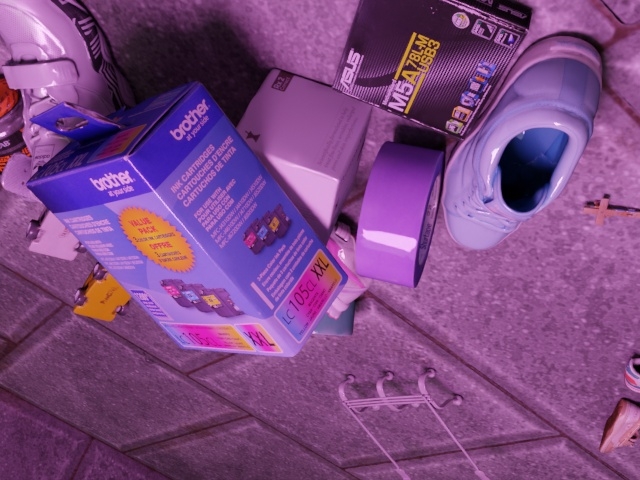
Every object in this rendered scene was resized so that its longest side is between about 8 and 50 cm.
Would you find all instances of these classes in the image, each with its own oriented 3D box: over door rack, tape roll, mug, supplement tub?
[{"bbox_3d":[0.211,0.419,1.588,0.239,0.108,0.324,-15,111,41],"label":"over door rack"},{"bbox_3d":[0.110,-0.035,0.981,0.080,0.189,0.189,11,144,14],"label":"tape roll"},{"bbox_3d":[-0.010,0.116,1.298,0.129,0.098,0.157,2,174,39],"label":"mug"},{"bbox_3d":[-0.501,-0.165,1.202,0.116,0.117,0.190,5,143,23],"label":"supplement tub"}]

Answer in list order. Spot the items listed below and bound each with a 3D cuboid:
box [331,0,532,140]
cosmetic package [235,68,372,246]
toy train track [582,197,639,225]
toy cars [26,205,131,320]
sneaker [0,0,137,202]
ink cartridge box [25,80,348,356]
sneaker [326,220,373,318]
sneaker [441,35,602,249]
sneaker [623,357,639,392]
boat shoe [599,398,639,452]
[{"bbox_3d":[0.122,-0.221,0.851,0.184,0.045,0.191,21,145,-2],"label":"box"},{"bbox_3d":[-0.032,-0.103,0.999,0.151,0.151,0.184,20,147,5],"label":"cosmetic package"},{"bbox_3d":[0.397,-0.041,0.973,0.083,0.014,0.048,6,136,12],"label":"toy train track"},{"bbox_3d":[-0.412,0.010,1.304,0.176,0.087,0.394,-9,143,0],"label":"toy cars"},{"bbox_3d":[-0.380,-0.187,1.024,0.137,0.210,0.366,1,140,27],"label":"sneaker"},{"bbox_3d":[-0.190,-0.034,0.937,0.269,0.151,0.396,-6,128,46],"label":"ink cartridge box"},{"bbox_3d":[0.000,0.000,1.180,0.111,0.103,0.252,-33,110,1],"label":"sneaker"},{"bbox_3d":[0.225,-0.074,0.901,0.135,0.150,0.366,19,145,6],"label":"sneaker"},{"bbox_3d":[0.585,0.225,1.189,0.161,0.057,0.075,4,147,28],"label":"sneaker"},{"bbox_3d":[0.577,0.365,1.378,0.059,0.063,0.170,18,145,17],"label":"boat shoe"}]
